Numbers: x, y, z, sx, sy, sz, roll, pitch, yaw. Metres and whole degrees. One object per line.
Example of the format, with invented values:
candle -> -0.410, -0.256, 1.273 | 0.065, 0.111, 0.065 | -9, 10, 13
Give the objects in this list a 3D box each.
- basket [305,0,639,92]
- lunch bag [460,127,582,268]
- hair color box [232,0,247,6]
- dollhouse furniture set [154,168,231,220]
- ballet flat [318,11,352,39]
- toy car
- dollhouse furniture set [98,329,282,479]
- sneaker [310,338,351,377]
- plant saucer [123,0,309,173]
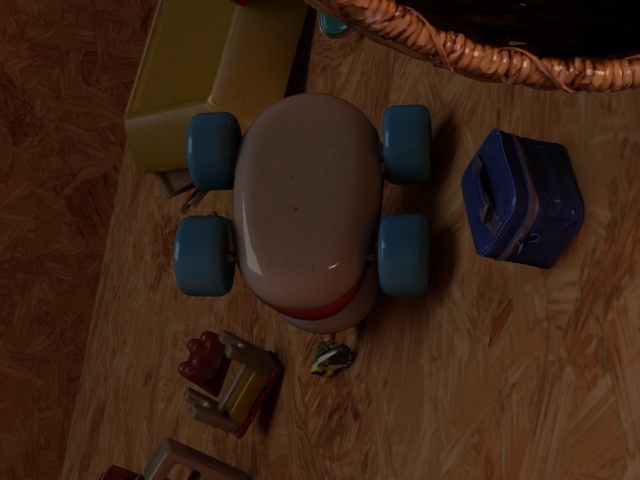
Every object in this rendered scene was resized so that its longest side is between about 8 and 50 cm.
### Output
basket -> 0.121, -0.185, 0.625 | 0.223, 0.299, 0.213 | -147, 69, -72
lunch bag -> 0.138, -0.028, 0.868 | 0.098, 0.065, 0.067 | -96, 24, -45
hair color box -> -0.128, -0.361, 1.605 | 0.072, 0.043, 0.141 | -60, 37, 8
dollhouse furniture set -> -0.126, -0.086, 1.780 | 0.182, 0.101, 0.161 | -26, 92, 42
ballet flat -> 0.035, -0.305, 1.416 | 0.052, 0.057, 0.168 | 55, -135, -75
toy car -> 0.000, 0.000, 1.159 | 0.238, 0.219, 0.210 | 71, -161, -63
dollhouse furniture set -> -0.157, 0.289, 1.543 | 0.374, 0.152, 0.201 | -59, 19, 6
sneaker -> 0.009, 0.115, 1.245 | 0.083, 0.031, 0.035 | 137, 141, -62
plant saucer -> -0.156, -0.271, 1.698 | 0.333, 0.081, 0.332 | -3, 68, 52
